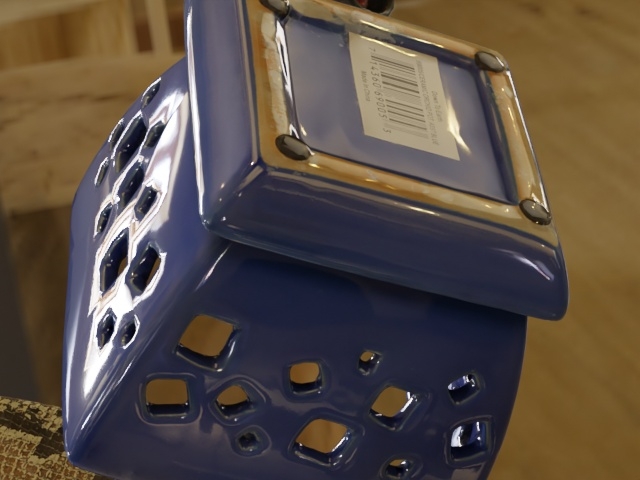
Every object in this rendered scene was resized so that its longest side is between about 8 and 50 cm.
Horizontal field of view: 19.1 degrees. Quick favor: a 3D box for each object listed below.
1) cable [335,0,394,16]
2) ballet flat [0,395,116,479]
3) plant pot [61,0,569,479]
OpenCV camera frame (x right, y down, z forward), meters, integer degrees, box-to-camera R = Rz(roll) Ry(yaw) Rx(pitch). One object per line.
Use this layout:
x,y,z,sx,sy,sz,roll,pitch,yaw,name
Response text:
-0.041,-0.223,1.307,0.072,0.139,0.287,-27,-27,31,cable
-0.076,0.270,1.330,0.483,0.164,0.182,33,18,-23,ballet flat
0.000,0.000,1.048,0.236,0.212,0.236,14,38,-18,plant pot
